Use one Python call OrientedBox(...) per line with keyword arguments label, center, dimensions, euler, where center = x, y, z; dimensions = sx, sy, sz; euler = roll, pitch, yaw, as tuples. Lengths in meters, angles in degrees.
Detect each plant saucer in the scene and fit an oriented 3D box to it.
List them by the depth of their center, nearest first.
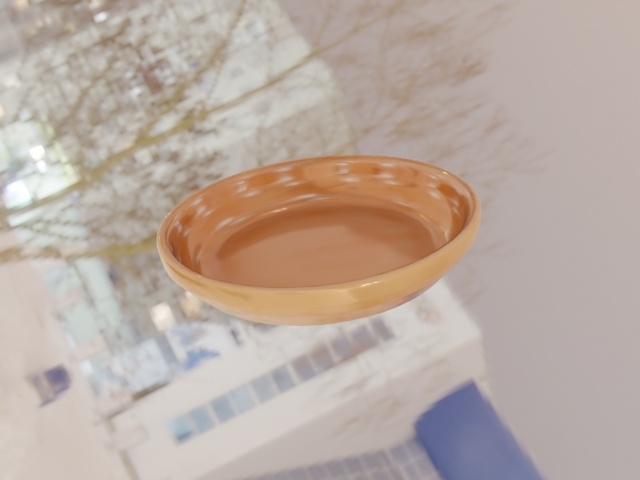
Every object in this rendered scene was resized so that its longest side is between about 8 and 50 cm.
OrientedBox(label="plant saucer", center=(0.000, 0.000, 0.895), dimensions=(0.200, 0.200, 0.037), euler=(-133, -146, -60))
